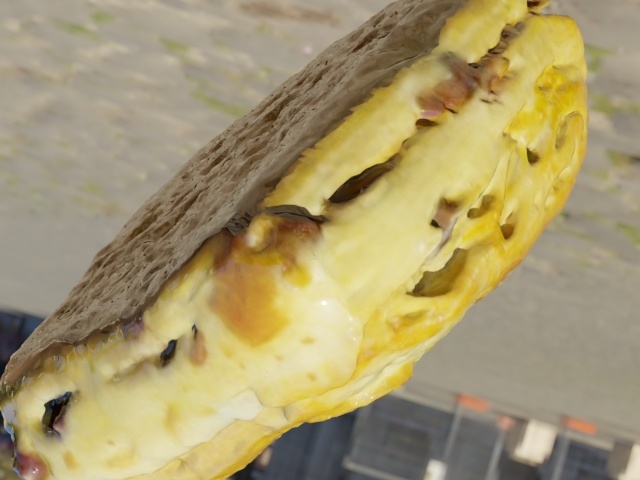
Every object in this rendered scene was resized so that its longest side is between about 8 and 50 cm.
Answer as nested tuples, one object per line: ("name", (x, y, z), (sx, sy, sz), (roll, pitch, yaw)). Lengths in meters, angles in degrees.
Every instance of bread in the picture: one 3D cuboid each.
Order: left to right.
("bread", (0.000, 0.000, 0.649), (0.099, 0.235, 0.210), (48, 137, -10))
